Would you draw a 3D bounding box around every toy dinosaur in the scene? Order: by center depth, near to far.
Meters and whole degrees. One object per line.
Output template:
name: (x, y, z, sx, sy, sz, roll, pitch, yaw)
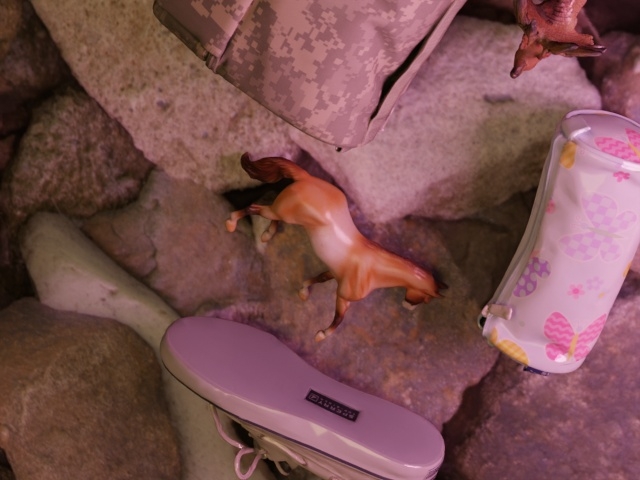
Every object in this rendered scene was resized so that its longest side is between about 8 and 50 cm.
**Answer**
toy dinosaur: (0.217, -0.271, 1.295, 0.127, 0.200, 0.295, 33, 170, 40)

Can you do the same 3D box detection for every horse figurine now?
horse figurine: (0.000, 0.000, 1.644, 0.174, 0.066, 0.263, -33, 95, 42)

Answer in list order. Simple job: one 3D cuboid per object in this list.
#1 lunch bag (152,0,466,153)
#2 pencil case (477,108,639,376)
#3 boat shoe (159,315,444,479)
lunch bag: (0.016, -0.264, 1.420, 0.256, 0.212, 0.305, 43, 126, 9)
pencil case: (0.254, 0.002, 1.464, 0.124, 0.113, 0.273, 17, 121, -2)
boat shoe: (-0.037, 0.228, 1.741, 0.367, 0.136, 0.156, 24, 125, 8)
